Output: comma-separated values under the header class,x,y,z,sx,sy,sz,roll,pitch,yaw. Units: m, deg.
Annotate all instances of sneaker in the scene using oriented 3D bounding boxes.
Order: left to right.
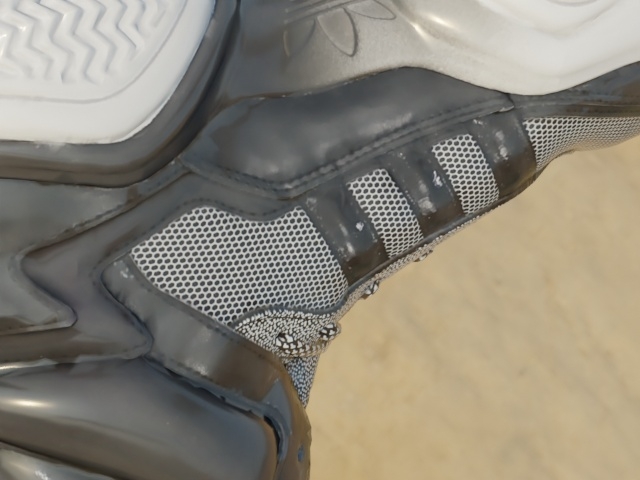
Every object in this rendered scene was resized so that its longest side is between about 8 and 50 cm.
class,x,y,z,sx,sy,sz,roll,pitch,yaw
sneaker,0.000,0.000,0.474,0.268,0.153,0.101,-7,16,-30
